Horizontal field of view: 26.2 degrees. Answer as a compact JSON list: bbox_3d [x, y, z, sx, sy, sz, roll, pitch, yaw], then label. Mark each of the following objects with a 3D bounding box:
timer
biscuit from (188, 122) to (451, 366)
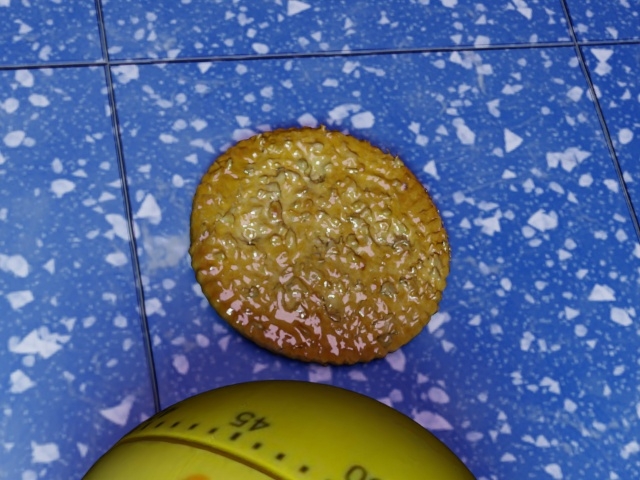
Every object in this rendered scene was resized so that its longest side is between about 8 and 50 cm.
[{"bbox_3d":[-0.051,0.292,0.922,0.376,0.376,0.387,35,53,7],"label":"timer"},{"bbox_3d":[0.000,0.000,1.271,0.254,0.035,0.254,5,61,-10],"label":"biscuit"}]
